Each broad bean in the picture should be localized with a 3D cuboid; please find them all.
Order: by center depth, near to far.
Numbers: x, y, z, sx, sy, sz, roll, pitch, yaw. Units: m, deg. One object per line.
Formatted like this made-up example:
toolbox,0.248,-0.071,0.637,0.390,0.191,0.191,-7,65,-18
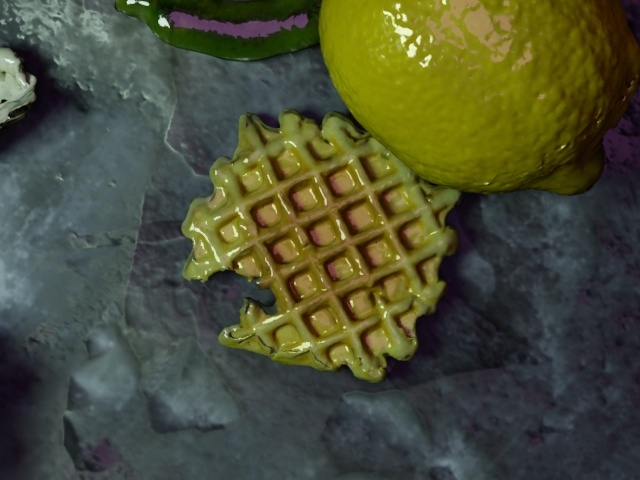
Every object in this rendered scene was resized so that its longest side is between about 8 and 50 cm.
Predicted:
broad bean,-0.045,-0.247,1.108,0.292,0.049,0.144,-28,82,-3

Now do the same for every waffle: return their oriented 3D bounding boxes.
waffle,0.000,0.000,1.094,0.261,0.056,0.250,17,88,2

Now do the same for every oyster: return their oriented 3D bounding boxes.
oyster,-0.365,-0.130,1.094,0.191,0.081,0.163,29,64,15

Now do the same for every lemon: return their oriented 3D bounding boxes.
lemon,0.140,-0.171,1.006,0.245,0.245,0.320,-42,92,-2
